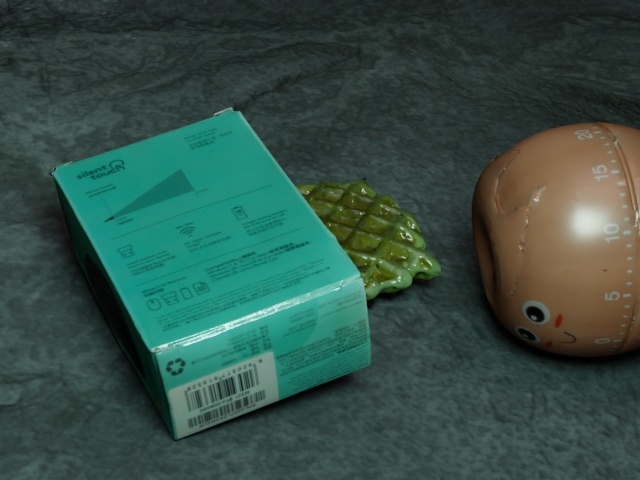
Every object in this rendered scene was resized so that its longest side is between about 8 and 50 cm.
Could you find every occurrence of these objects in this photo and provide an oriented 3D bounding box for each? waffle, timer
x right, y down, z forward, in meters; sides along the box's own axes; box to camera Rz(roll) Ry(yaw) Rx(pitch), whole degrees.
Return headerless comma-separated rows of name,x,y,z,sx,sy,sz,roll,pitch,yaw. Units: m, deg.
waffle,0.000,0.000,1.661,0.214,0.054,0.208,-12,41,-20
timer,0.259,0.000,1.566,0.214,0.230,0.230,-4,34,-2

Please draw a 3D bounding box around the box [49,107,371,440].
box,-0.106,0.022,1.509,0.205,0.118,0.311,-19,41,-17
